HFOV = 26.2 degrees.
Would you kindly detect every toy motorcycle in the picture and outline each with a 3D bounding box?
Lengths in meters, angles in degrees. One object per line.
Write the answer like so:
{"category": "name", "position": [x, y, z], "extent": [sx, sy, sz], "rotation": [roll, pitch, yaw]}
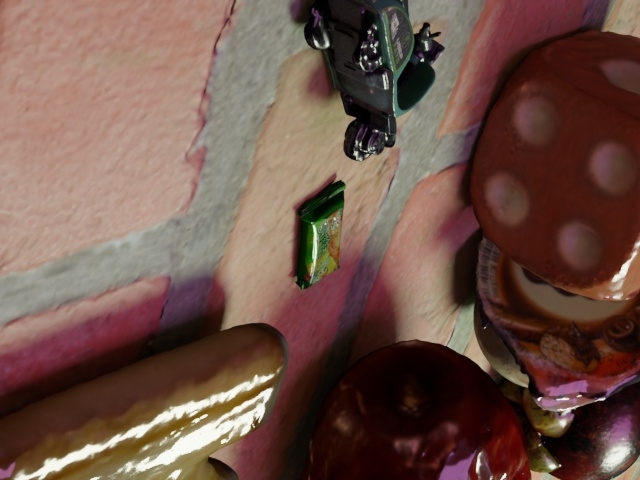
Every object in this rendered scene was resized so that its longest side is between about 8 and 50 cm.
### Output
{"category": "toy motorcycle", "position": [0.041, -0.127, 0.901], "extent": [0.100, 0.058, 0.173], "rotation": [-49, 151, -23]}

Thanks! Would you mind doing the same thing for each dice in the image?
{"category": "dice", "position": [0.245, -0.064, 1.174], "extent": [0.175, 0.174, 0.179], "rotation": [-23, 139, -48]}

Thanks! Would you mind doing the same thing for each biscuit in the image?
{"category": "biscuit", "position": [0.000, 0.000, 1.026], "extent": [0.046, 0.016, 0.089], "rotation": [-35, 148, -33]}
{"category": "biscuit", "position": [-0.150, 0.180, 0.943], "extent": [0.290, 0.062, 0.237], "rotation": [-22, 140, -47]}

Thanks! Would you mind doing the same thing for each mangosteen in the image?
{"category": "mangosteen", "position": [0.276, 0.194, 1.552], "extent": [0.200, 0.200, 0.200], "rotation": [-39, 149, -28]}

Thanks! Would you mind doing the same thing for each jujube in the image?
{"category": "jujube", "position": [0.084, 0.230, 1.230], "extent": [0.223, 0.223, 0.318], "rotation": [-39, 146, -27]}

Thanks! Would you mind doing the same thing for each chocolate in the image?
{"category": "chocolate", "position": [0.221, 0.078, 1.311], "extent": [0.221, 0.221, 0.147], "rotation": [-37, 163, -31]}
